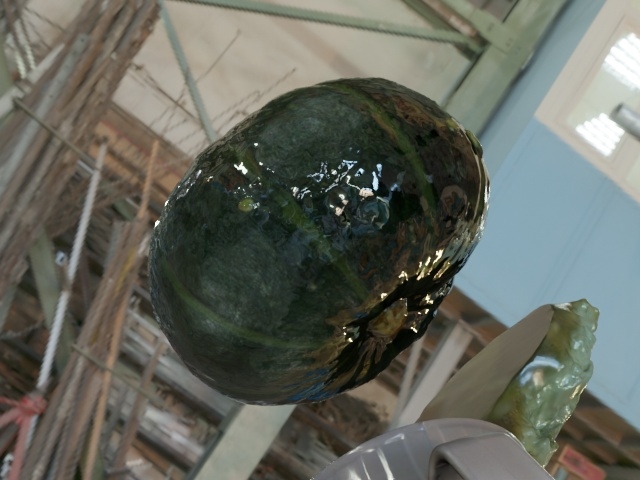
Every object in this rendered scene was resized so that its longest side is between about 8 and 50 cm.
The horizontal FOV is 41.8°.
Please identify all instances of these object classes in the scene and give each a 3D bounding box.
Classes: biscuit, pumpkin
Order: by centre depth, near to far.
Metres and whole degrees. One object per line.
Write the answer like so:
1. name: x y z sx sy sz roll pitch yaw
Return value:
1. pumpkin: 0.000 0.000 0.704 0.207 0.300 0.300 50 -9 29
2. biscuit: 0.198 0.182 0.922 0.078 0.329 0.335 49 2 -1

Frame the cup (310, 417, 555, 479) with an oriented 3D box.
1. cup: 0.110 0.251 0.501 0.208 0.288 0.273 18 26 -30
